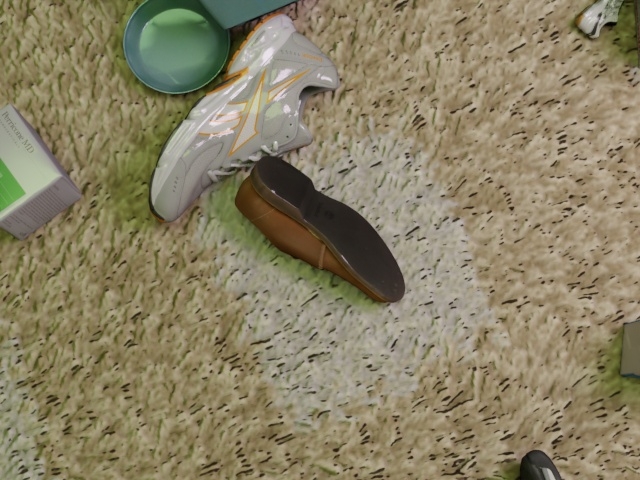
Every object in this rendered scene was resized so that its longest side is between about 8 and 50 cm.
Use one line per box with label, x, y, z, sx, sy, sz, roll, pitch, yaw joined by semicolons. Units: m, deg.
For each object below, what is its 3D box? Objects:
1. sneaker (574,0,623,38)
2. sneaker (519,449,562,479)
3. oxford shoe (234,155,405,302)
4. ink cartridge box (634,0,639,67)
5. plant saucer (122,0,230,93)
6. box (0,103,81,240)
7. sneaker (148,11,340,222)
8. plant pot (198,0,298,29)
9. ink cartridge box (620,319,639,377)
sneaker;0.325;-0.261;1.212;0.083;0.032;0.037;-42;97;-1
sneaker;0.199;0.336;1.096;0.132;0.086;0.229;-11;83;0
oxford shoe;0.000;0.000;1.158;0.212;0.076;0.076;40;39;-6
ink cartridge box;0.380;-0.250;1.155;0.056;0.135;0.099;-2;81;2
plant saucer;-0.160;-0.219;1.204;0.119;0.021;0.119;0;82;0
box;-0.323;-0.070;1.141;0.087;0.102;0.101;-36;82;-7
sneaker;-0.078;-0.114;1.155;0.121;0.099;0.262;36;84;0
plant pot;-0.092;-0.352;1.136;0.165;0.165;0.234;-19;101;14
ink cartridge box;0.415;0.122;1.117;0.180;0.104;0.060;8;81;0
